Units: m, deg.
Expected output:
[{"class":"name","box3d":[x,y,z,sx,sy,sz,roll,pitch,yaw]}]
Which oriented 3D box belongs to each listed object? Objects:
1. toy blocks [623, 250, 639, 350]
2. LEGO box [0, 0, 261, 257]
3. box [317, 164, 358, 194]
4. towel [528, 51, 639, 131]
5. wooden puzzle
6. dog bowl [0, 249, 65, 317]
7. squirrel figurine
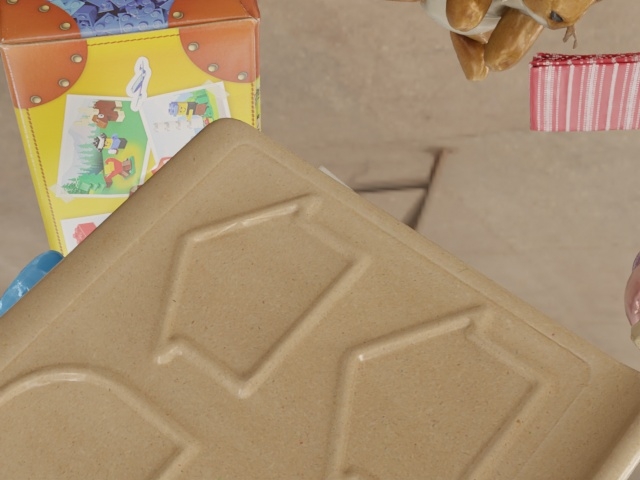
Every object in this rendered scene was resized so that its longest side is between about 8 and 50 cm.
[{"class":"toy blocks","box3d":[0.312,0.109,0.700,0.309,0.289,0.260,-39,177,22]},{"class":"LEGO box","box3d":[-0.180,-0.129,1.060,0.193,0.373,0.500,-8,141,-9]},{"class":"box","box3d":[0.000,0.000,1.130,0.101,0.087,0.102,39,142,7]},{"class":"towel","box3d":[0.443,-0.218,1.564,0.274,0.031,0.199,-1,156,11]},{"class":"wooden puzzle","box3d":[-0.041,0.117,0.587,0.347,0.322,0.080,32,155,27]},{"class":"dog bowl","box3d":[-0.225,0.156,0.790,0.074,0.297,0.166,27,164,-29]},{"class":"squirrel figurine","box3d":[0.329,-0.453,1.621,0.281,0.397,0.370,41,163,-25]}]
